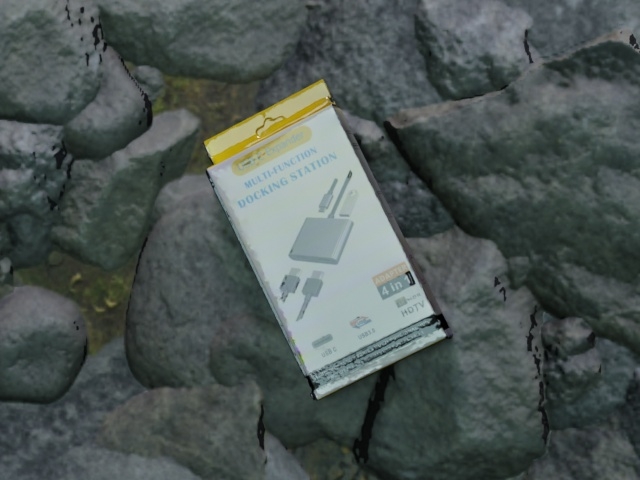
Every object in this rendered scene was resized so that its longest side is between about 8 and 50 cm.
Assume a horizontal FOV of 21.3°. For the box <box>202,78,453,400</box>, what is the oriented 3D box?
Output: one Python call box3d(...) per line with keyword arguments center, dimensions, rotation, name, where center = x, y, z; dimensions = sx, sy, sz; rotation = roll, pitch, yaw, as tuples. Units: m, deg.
box3d(center=(0.000, 0.000, 1.442), dimensions=(0.129, 0.033, 0.247), rotation=(-28, 86, 11), name="box")
